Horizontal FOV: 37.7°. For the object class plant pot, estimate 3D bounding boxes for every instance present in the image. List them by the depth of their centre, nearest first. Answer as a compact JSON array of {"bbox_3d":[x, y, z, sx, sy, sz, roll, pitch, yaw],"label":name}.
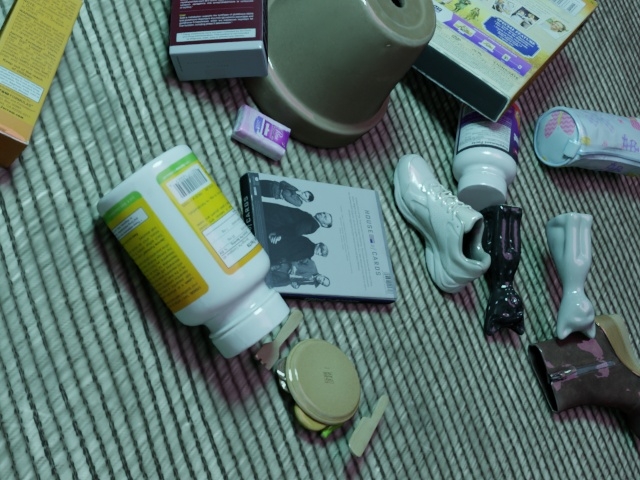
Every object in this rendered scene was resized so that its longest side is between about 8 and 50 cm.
[{"bbox_3d":[0.042,-0.301,1.385,0.263,0.229,0.263,17,59,-31],"label":"plant pot"}]

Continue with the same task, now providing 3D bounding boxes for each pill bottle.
[{"bbox_3d":[-0.149,0.018,1.150,0.245,0.136,0.136,54,48,-6],"label":"pill bottle"},{"bbox_3d":[0.279,-0.149,1.581,0.108,0.108,0.193,28,55,-25],"label":"pill bottle"}]

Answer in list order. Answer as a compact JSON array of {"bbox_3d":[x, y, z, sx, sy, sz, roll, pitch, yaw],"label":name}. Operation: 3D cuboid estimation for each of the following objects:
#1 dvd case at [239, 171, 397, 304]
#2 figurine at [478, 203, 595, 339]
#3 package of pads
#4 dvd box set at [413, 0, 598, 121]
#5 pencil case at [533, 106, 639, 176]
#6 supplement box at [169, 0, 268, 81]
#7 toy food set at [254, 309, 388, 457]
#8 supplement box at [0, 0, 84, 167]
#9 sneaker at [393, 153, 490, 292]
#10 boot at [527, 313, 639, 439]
[{"bbox_3d":[0.000,0.000,1.347,0.239,0.029,0.179,6,66,-37],"label":"dvd case"},{"bbox_3d":[0.361,0.060,1.544,0.215,0.092,0.209,5,74,-15],"label":"figurine"},{"bbox_3d":[-0.086,-0.154,1.347,0.083,0.032,0.050,27,58,-26],"label":"package of pads"},{"bbox_3d":[0.283,-0.403,1.661,0.308,0.062,0.420,36,48,9],"label":"dvd box set"},{"bbox_3d":[0.531,-0.184,1.790,0.273,0.113,0.124,3,46,-36],"label":"pencil case"},{"bbox_3d":[-0.141,-0.346,1.326,0.130,0.073,0.239,-2,67,3],"label":"supplement box"},{"bbox_3d":[-0.002,0.193,1.258,0.192,0.038,0.132,46,42,-5],"label":"toy food set"},{"bbox_3d":[-0.360,-0.208,1.126,0.080,0.078,0.233,26,57,-27],"label":"supplement box"},{"bbox_3d":[0.201,-0.040,1.464,0.090,0.115,0.232,-24,86,-42],"label":"sneaker"},{"bbox_3d":[0.464,0.257,1.579,0.207,0.090,0.248,-18,83,-29],"label":"boot"}]
